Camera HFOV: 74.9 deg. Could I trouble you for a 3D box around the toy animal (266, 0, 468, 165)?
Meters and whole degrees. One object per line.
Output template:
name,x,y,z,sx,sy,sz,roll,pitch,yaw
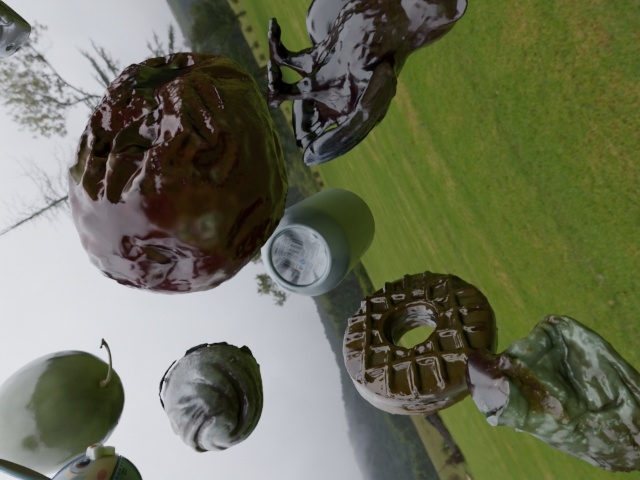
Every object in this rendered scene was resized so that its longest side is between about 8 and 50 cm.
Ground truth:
toy animal,0.038,-0.163,0.381,0.116,0.180,0.218,56,-154,-53

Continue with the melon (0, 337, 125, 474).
melon,-0.587,0.380,0.932,0.272,0.308,0.271,38,-135,-51

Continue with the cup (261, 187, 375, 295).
cup,0.000,0.000,0.971,0.205,0.206,0.312,61,-158,-5

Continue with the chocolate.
chocolate,-0.290,0.461,1.171,0.303,0.303,0.213,62,169,-26

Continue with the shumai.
shumai,0.351,0.263,0.641,0.271,0.204,0.222,58,170,1

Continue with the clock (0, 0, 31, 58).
clock,-0.489,-0.290,0.583,0.080,0.117,0.176,42,-176,-24

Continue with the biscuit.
biscuit,0.197,0.198,0.859,0.103,0.332,0.332,60,180,-30

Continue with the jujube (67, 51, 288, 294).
jujube,-0.186,-0.105,0.587,0.276,0.277,0.376,63,-169,-54

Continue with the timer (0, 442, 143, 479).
timer,-0.399,0.390,0.670,0.255,0.175,0.175,50,180,-6
